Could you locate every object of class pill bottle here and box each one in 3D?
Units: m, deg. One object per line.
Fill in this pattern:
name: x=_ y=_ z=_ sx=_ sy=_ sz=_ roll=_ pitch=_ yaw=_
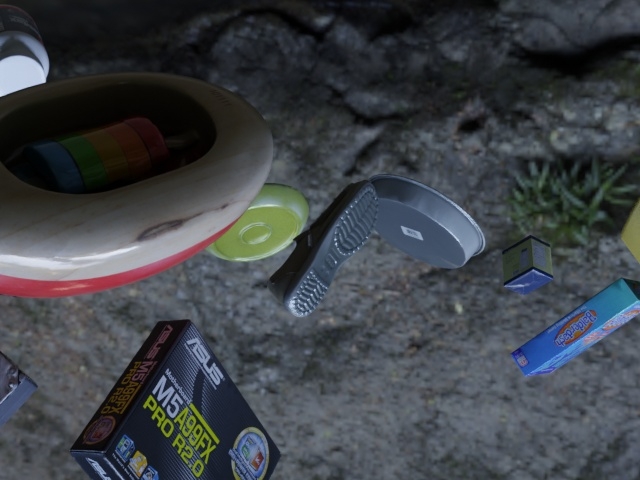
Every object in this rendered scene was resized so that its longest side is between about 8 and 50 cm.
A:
pill bottle: x=-0.484 y=-0.288 z=1.481 sx=0.108 sy=0.108 sz=0.180 roll=20 pitch=-157 yaw=-36

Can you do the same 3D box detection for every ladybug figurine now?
ladybug figurine: x=-0.262 y=-0.059 z=1.104 sx=0.449 sy=0.305 sz=0.162 roll=-20 pitch=140 yaw=-34

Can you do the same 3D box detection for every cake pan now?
cake pan: x=0.214 y=-0.034 z=2.053 sx=0.293 sy=0.054 sz=0.293 roll=29 pitch=161 yaw=11

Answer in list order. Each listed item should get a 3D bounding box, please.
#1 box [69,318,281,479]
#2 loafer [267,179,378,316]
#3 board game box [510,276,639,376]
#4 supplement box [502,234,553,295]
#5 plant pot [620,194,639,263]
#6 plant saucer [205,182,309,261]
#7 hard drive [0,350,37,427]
box: x=-0.171 y=0.270 z=1.202 sx=0.060 sy=0.216 sz=0.270 roll=-5 pitch=127 yaw=34
loafer: x=0.000 y=0.000 z=1.475 sx=0.087 sy=0.251 sz=0.094 roll=20 pitch=153 yaw=37
board game box: x=0.419 y=0.139 z=1.506 sx=0.210 sy=0.047 sz=0.160 roll=-40 pitch=159 yaw=20
supplement box: x=0.409 y=0.049 z=1.872 sx=0.056 sy=0.083 sz=0.083 roll=24 pitch=141 yaw=-26
plant pot: x=0.677 y=-0.020 z=1.704 sx=0.212 sy=0.212 sz=0.187 roll=-15 pitch=154 yaw=-36
plant saucer: x=-0.133 y=-0.025 z=1.913 sx=0.240 sy=0.037 sz=0.241 roll=-14 pitch=147 yaw=-9
hard drive: x=-0.616 y=0.193 z=1.383 sx=0.339 sy=0.237 sz=0.064 roll=37 pitch=164 yaw=17
